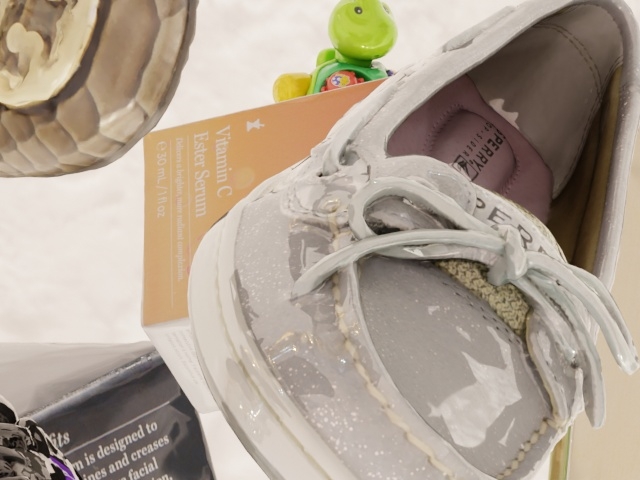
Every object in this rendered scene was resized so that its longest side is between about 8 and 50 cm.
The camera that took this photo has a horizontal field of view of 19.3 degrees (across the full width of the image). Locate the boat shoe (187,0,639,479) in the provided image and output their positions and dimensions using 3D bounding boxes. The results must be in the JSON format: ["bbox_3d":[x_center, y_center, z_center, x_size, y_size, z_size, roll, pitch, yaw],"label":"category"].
[{"bbox_3d":[0.048,-0.004,0.602,0.118,0.320,0.103,45,114,-5],"label":"boat shoe"}]

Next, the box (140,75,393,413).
[{"bbox_3d":[0.000,0.000,0.987,0.170,0.091,0.130,-13,52,10],"label":"box"}]

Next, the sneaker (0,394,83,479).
[{"bbox_3d":[-0.133,0.134,0.743,0.102,0.293,0.146,-23,94,-9],"label":"sneaker"}]

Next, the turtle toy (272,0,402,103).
[{"bbox_3d":[0.025,-0.087,1.165,0.066,0.095,0.130,-7,90,54],"label":"turtle toy"}]

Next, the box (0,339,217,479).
[{"bbox_3d":[-0.207,0.282,1.256,0.293,0.212,0.395,-3,106,46],"label":"box"}]

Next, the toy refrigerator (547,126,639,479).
[{"bbox_3d":[0.204,0.061,1.225,0.094,0.102,0.270,5,71,5],"label":"toy refrigerator"}]

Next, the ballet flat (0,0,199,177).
[{"bbox_3d":[-0.122,-0.082,0.484,0.250,0.058,0.084,31,96,42],"label":"ballet flat"}]
